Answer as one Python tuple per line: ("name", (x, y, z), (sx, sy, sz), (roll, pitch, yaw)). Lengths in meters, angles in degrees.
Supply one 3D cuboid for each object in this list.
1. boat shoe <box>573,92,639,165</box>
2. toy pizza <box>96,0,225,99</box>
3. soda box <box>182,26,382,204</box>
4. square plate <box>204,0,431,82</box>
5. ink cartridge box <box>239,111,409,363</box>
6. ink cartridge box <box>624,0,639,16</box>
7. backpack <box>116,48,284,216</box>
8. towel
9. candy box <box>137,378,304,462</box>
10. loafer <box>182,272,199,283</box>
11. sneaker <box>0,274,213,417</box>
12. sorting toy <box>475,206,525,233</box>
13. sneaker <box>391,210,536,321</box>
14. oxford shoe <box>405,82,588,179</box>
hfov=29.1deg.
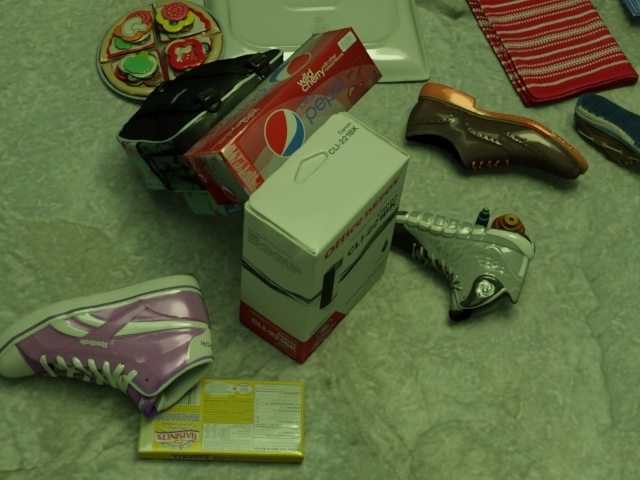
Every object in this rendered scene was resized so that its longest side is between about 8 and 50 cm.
("boat shoe", (0.457, -0.150, 1.831), (0.066, 0.066, 0.183), (-35, 60, -27))
("toy pizza", (-0.245, -0.298, 1.876), (0.201, 0.032, 0.201), (-4, 57, 6))
("soda box", (-0.045, -0.158, 1.554), (0.263, 0.083, 0.092), (-46, 25, -26))
("square plate", (-0.014, -0.391, 1.970), (0.347, 0.049, 0.344), (-3, 56, -6))
("ink cartridge box", (0.000, 0.000, 1.571), (0.114, 0.273, 0.197), (34, 60, 17))
("ink cartridge box", (0.640, -0.445, 2.034), (0.311, 0.065, 0.185), (-5, 46, -6))
("backpack", (-0.148, -0.149, 1.698), (0.225, 0.191, 0.253), (-43, 29, -28))
("towel", (0.365, -0.334, 1.972), (0.199, 0.031, 0.274), (-14, 58, -14))
("candy box", (-0.123, 0.226, 1.557), (0.206, 0.027, 0.105), (2, 58, -2))
("loafer", (-0.180, 0.103, 1.635), (0.045, 0.039, 0.125), (-14, 48, 26))
("sneaker", (-0.271, 0.153, 1.535), (0.282, 0.102, 0.161), (-17, 64, 2))
("sorting toy", (0.241, -0.017, 1.740), (0.102, 0.042, 0.061), (-21, 60, -17))
("sneaker", (0.169, 0.039, 1.676), (0.229, 0.086, 0.132), (10, 77, 21))
("oxford shoe", (0.255, -0.135, 1.806), (0.271, 0.097, 0.098), (23, 77, 16))
